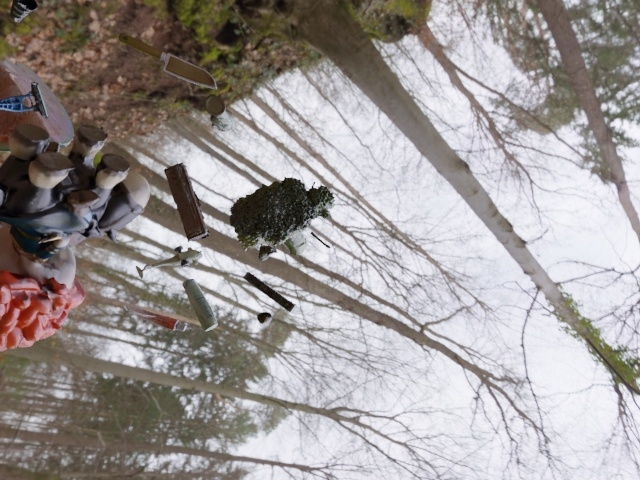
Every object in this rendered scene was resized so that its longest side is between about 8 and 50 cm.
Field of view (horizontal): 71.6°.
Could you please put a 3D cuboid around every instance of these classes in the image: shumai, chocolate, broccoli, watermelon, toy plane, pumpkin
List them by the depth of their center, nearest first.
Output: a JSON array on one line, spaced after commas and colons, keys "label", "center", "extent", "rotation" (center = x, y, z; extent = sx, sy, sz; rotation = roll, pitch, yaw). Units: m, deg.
[{"label": "watermelon", "center": [-0.962, -0.388, 1.409], "extent": [0.222, 0.319, 0.292], "rotation": [-35, -166, -4]}, {"label": "broccoli", "center": [-0.171, -0.057, 1.666], "extent": [0.397, 0.352, 0.275], "rotation": [138, -31, -63]}, {"label": "chocolate", "center": [-0.542, -0.156, 1.783], "extent": [0.102, 0.065, 0.330], "rotation": [-20, -96, -1]}, {"label": "toy plane", "center": [-0.635, 0.091, 1.900], "extent": [0.108, 0.286, 0.092], "rotation": [-39, -107, 42]}, {"label": "pumpkin", "center": [-0.240, 0.336, 1.952], "extent": [0.028, 0.083, 0.050], "rotation": [-32, -104, 33]}, {"label": "shumai", "center": [-0.233, 0.054, 1.996], "extent": [0.080, 0.083, 0.082], "rotation": [8, -75, 7]}]

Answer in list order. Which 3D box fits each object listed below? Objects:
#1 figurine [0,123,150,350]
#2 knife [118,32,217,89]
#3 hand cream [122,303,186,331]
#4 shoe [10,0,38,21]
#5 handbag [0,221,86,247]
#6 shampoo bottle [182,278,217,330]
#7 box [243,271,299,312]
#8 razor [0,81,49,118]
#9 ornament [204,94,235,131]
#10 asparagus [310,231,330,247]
[{"label": "figurine", "center": [-0.462, -0.006, 0.729], "extent": [0.412, 0.241, 0.306], "rotation": [-48, -179, 0]}, {"label": "knife", "center": [-0.379, -0.444, 1.113], "extent": [0.022, 0.256, 0.046], "rotation": [-151, -97, -77]}, {"label": "hand cream", "center": [-0.552, 0.256, 1.475], "extent": [0.038, 0.216, 0.052], "rotation": [-77, -173, -57]}, {"label": "shoe", "center": [-0.856, -0.696, 1.293], "extent": [0.179, 0.049, 0.071], "rotation": [-34, -145, 43]}, {"label": "handbag", "center": [-0.732, -0.089, 1.137], "extent": [0.193, 0.251, 0.190], "rotation": [42, -119, 10]}, {"label": "shampoo bottle", "center": [-0.472, 0.249, 1.735], "extent": [0.049, 0.072, 0.212], "rotation": [-41, -107, 36]}, {"label": "box", "center": [-0.219, 0.242, 2.029], "extent": [0.270, 0.211, 0.045], "rotation": [34, -99, 13]}, {"label": "razor", "center": [-0.716, -0.283, 0.927], "extent": [0.042, 0.253, 0.082], "rotation": [-7, -77, 39]}, {"label": "ornament", "center": [-0.324, -0.402, 1.433], "extent": [0.081, 0.156, 0.075], "rotation": [-44, -95, -5]}, {"label": "asparagus", "center": [0.000, 0.000, 1.865], "extent": [0.114, 0.015, 0.014], "rotation": [40, -100, 21]}]
